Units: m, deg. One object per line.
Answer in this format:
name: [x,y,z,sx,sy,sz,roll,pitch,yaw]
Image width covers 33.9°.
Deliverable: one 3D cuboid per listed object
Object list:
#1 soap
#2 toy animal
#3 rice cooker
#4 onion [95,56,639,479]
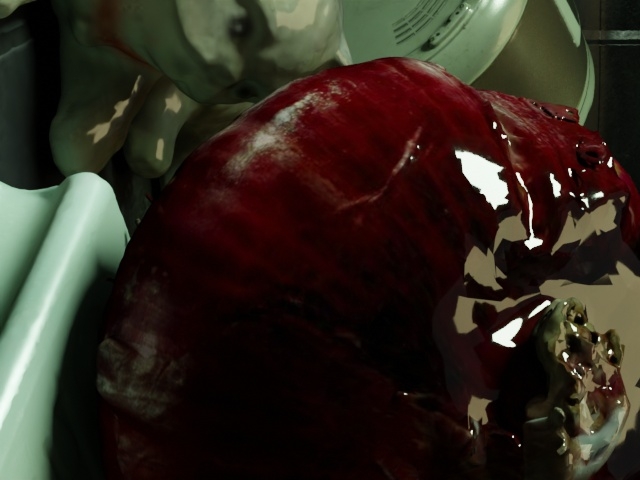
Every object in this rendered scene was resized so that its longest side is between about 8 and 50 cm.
soap: [-0.151,0.112,0.471,0.265,0.087,0.160,-78,165,-45]
toy animal: [-0.064,-0.126,0.699,0.266,0.188,0.308,-90,171,-47]
rice cooker: [0.144,-0.210,1.223,0.325,0.335,0.335,40,49,-50]
onion: [0.052,0.073,0.500,0.232,0.314,0.314,21,-64,56]
